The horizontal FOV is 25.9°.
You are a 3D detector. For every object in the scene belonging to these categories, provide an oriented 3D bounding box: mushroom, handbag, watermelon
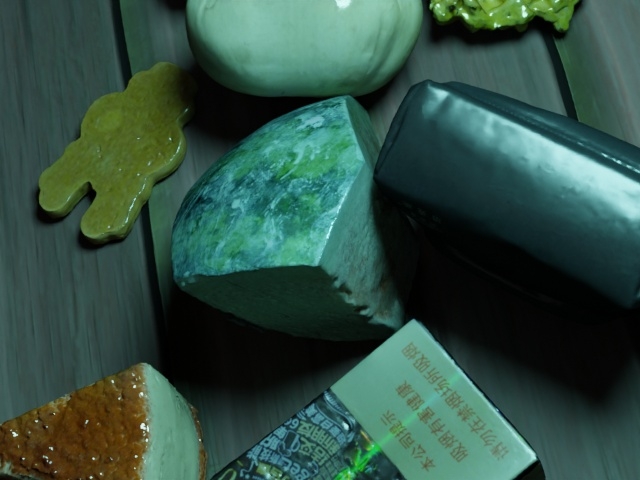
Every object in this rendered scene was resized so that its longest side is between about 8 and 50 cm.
[{"bbox_3d":[-0.021,-0.276,1.552,0.254,0.260,0.234,7,99,53],"label":"mushroom"},{"bbox_3d":[0.221,-0.029,1.389,0.302,0.275,0.177,26,93,18],"label":"handbag"},{"bbox_3d":[0.000,0.000,1.461,0.228,0.258,0.387,-32,17,16],"label":"watermelon"}]

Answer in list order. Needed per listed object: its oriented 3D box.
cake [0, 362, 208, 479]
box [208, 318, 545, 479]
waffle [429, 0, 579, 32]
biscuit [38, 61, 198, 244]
[{"bbox_3d":[-0.252,0.206,1.444,0.262,0.158,0.159,8,64,21],"label":"cake"},{"bbox_3d":[0.042,0.250,1.379,0.310,0.084,0.198,-38,62,-4],"label":"box"},{"bbox_3d":[0.194,-0.366,1.625,0.301,0.058,0.281,33,73,18],"label":"waffle"},{"bbox_3d":[-0.233,-0.110,1.657,0.144,0.040,0.236,30,75,19],"label":"biscuit"}]
